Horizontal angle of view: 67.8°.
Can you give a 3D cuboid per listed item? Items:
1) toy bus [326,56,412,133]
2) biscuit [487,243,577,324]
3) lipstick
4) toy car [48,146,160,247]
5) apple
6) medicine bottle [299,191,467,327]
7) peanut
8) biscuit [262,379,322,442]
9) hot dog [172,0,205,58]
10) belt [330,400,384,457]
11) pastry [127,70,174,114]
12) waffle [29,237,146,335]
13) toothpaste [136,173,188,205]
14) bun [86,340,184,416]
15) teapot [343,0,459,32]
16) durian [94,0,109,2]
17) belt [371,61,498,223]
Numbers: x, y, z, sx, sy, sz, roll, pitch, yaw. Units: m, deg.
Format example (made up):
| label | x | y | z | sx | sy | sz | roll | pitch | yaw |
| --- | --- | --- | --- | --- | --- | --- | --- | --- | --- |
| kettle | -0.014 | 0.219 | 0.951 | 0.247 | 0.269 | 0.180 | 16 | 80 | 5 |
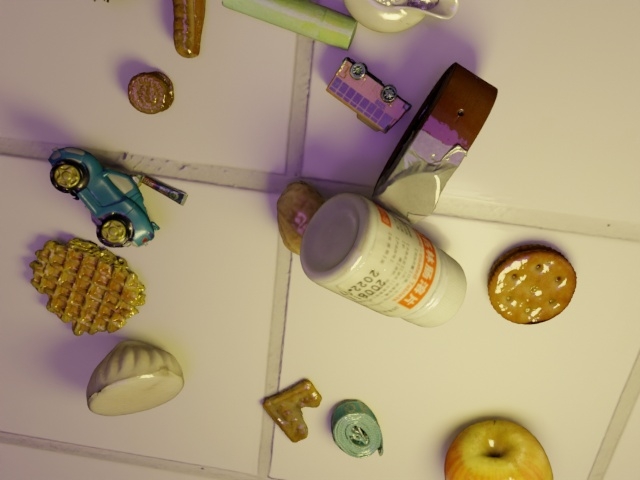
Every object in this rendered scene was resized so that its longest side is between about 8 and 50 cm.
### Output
| label | x | y | z | sx | sy | sz | roll | pitch | yaw |
| --- | --- | --- | --- | --- | --- | --- | --- | --- | --- |
| toy bus | 0.110 | -0.325 | 1.080 | 0.182 | 0.091 | 0.103 | 35 | 111 | -5 |
| biscuit | 0.536 | 0.115 | 1.208 | 0.220 | 0.066 | 0.221 | 2 | 111 | 5 |
| lipstick | -0.071 | -0.501 | 1.043 | 0.303 | 0.076 | 0.076 | 20 | 111 | -1 |
| toy car | -0.527 | -0.113 | 1.182 | 0.166 | 0.198 | 0.314 | -40 | 100 | -17 |
| apple | 0.484 | 0.638 | 1.299 | 0.285 | 0.286 | 0.233 | -15 | 115 | 11 |
| medicine bottle | 0.151 | 0.057 | 1.078 | 0.371 | 0.211 | 0.211 | 28 | 113 | -36 |
| peanut | 0.000 | 0.000 | 1.187 | 0.149 | 0.149 | 0.313 | -34 | 110 | 16 |
| biscuit | -0.061 | 0.511 | 1.427 | 0.183 | 0.039 | 0.174 | -34 | 102 | 17 |
| hot dog | -0.295 | -0.556 | 1.048 | 0.068 | 0.083 | 0.289 | 15 | 112 | 21 |
| belt | 0.105 | 0.555 | 1.404 | 0.147 | 0.082 | 0.163 | -7 | 106 | -3 |
| pastry | -0.406 | -0.353 | 1.140 | 0.109 | 0.057 | 0.097 | -22 | 108 | 14 |
| waffle | -0.658 | 0.125 | 1.339 | 0.307 | 0.060 | 0.312 | -26 | 107 | 13 |
| toothpaste | -0.414 | -0.137 | 1.240 | 0.139 | 0.021 | 0.037 | 28 | 112 | -7 |
| bun | -0.529 | 0.369 | 1.354 | 0.262 | 0.175 | 0.263 | -15 | 147 | -10 |
| teapot | 0.126 | -0.540 | 0.959 | 0.299 | 0.166 | 0.208 | 20 | 121 | -21 |
| durian | -0.465 | -0.611 | 0.990 | 0.195 | 0.167 | 0.196 | 16 | 144 | 12 |
| belt | 0.244 | -0.204 | 1.041 | 0.122 | 0.217 | 0.339 | 30 | 104 | -5 |
